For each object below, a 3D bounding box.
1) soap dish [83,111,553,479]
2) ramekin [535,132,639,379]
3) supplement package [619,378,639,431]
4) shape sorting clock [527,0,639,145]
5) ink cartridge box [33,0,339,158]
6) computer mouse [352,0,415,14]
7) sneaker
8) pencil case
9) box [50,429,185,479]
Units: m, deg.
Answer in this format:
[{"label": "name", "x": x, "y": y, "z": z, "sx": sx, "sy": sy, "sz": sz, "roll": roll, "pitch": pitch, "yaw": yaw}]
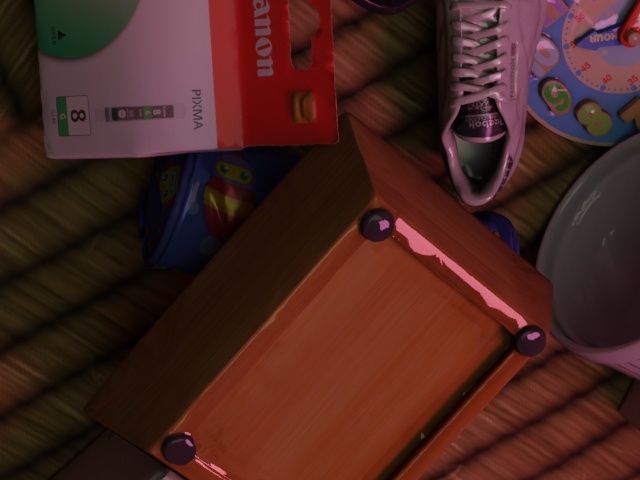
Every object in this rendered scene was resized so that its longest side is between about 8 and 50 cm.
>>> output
[{"label": "soap dish", "x": 0.009, "y": 0.087, "z": 1.329, "sx": 0.229, "sy": 0.118, "sz": 0.291, "roll": 38, "pitch": 97, "yaw": -28}, {"label": "ramekin", "x": 0.285, "y": 0.021, "z": 1.481, "sx": 0.109, "sy": 0.207, "sz": 0.207, "roll": 33, "pitch": 95, "yaw": -32}, {"label": "supplement package", "x": 0.419, "y": 0.078, "z": 1.549, "sx": 0.175, "sy": 0.177, "sz": 0.293, "roll": 22, "pitch": 100, "yaw": -22}, {"label": "shape sorting clock", "x": 0.249, "y": -0.169, "z": 1.477, "sx": 0.206, "sy": 0.040, "sz": 0.206, "roll": -3, "pitch": 117, "yaw": -5}, {"label": "ink cartridge box", "x": -0.101, "y": -0.150, "z": 1.295, "sx": 0.056, "sy": 0.224, "sz": 0.181, "roll": -13, "pitch": 101, "yaw": -59}, {"label": "computer mouse", "x": -0.010, "y": -0.297, "z": 1.372, "sx": 0.262, "sy": 0.060, "sz": 0.184, "roll": 30, "pitch": 76, "yaw": -27}, {"label": "sneaker", "x": 0.128, "y": -0.143, "z": 1.411, "sx": 0.090, "sy": 0.095, "sz": 0.235, "roll": 1, "pitch": 116, "yaw": 13}, {"label": "pencil case", "x": 0.000, "y": 0.000, "z": 1.427, "sx": 0.306, "sy": 0.133, "sz": 0.119, "roll": 16, "pitch": 67, "yaw": -22}, {"label": "box", "x": -0.081, "y": 0.293, "z": 1.480, "sx": 0.121, "sy": 0.148, "sz": 0.311, "roll": -42, "pitch": 112, "yaw": -1}]
